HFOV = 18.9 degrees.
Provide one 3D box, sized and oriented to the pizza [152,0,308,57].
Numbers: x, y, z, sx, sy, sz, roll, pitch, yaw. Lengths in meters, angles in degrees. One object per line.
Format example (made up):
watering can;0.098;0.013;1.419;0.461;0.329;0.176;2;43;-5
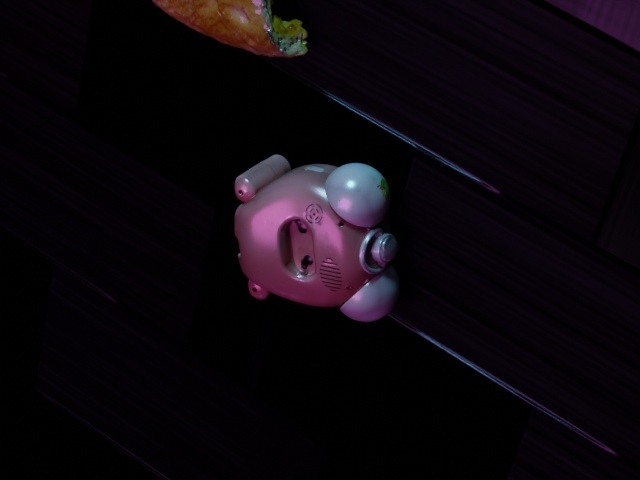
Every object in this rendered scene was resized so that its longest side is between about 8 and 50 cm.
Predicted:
pizza;-0.119;-0.267;1.878;0.271;0.056;0.134;29;131;24

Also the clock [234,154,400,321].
clock;0.000;0.000;1.909;0.162;0.092;0.166;9;118;32
